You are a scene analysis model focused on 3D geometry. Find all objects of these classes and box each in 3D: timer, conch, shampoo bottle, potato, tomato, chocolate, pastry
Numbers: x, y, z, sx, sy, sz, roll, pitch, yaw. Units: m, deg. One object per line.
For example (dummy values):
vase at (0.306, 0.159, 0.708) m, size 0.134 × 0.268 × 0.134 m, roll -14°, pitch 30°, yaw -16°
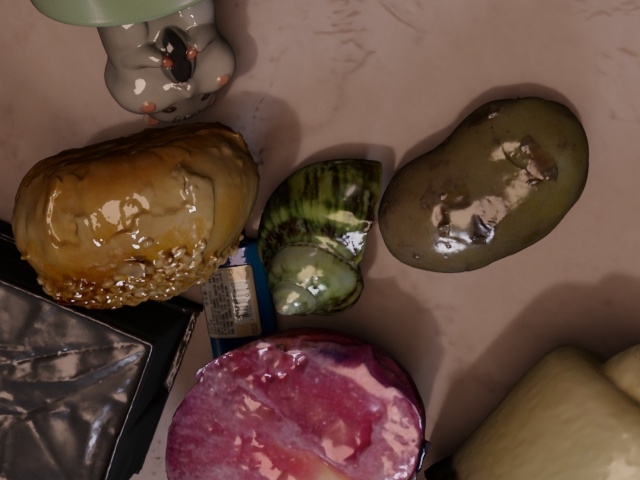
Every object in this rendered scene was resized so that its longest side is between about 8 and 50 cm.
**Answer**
timer at (-0.192, -0.274, 1.650) m, size 0.290 × 0.291 × 0.315 m, roll -7°, pitch 125°, yaw 9°
conch at (-0.003, 0.000, 1.711) m, size 0.124 × 0.181 × 0.187 m, roll 7°, pitch 150°, yaw -24°
shampoo bottle at (-0.103, 0.060, 1.793) m, size 0.087 × 0.050 × 0.183 m, roll -5°, pitch 102°, yaw 14°
potato at (0.190, -0.056, 1.676) m, size 0.262 × 0.165 × 0.165 m, roll -37°, pitch 95°, yaw 9°
tomato at (-0.016, 0.233, 1.755) m, size 0.289 × 0.176 × 0.335 m, roll 29°, pitch 111°, yaw 8°
chocolate at (0.327, 0.268, 1.672) m, size 0.314 × 0.326 × 0.297 m, roll 37°, pitch 88°, yaw 1°
pastry at (-0.202, -0.021, 1.653) m, size 0.284 × 0.315 × 0.184 m, roll -17°, pitch 102°, yaw -17°

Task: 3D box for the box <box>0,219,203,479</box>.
box at (-0.356, 0.144, 1.767) m, size 0.345 × 0.204 × 0.251 m, roll 22°, pitch 105°, yaw 2°
